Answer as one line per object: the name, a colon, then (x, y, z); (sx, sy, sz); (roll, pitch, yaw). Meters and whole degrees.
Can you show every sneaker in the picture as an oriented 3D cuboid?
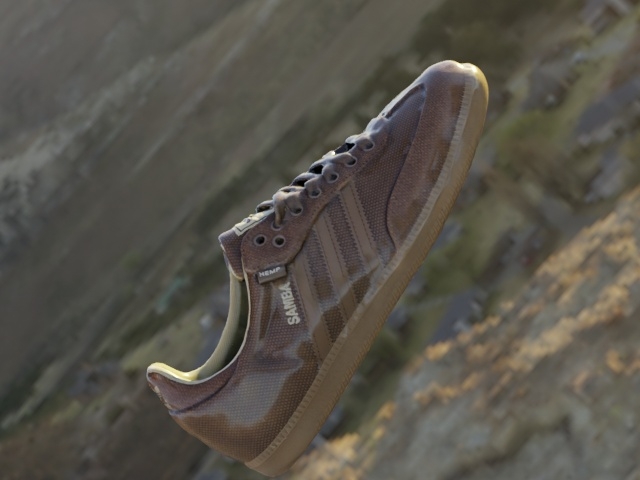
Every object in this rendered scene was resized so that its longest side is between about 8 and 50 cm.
sneaker: (0.000, 0.000, 0.653); (0.188, 0.071, 0.066); (-61, 10, -6)
